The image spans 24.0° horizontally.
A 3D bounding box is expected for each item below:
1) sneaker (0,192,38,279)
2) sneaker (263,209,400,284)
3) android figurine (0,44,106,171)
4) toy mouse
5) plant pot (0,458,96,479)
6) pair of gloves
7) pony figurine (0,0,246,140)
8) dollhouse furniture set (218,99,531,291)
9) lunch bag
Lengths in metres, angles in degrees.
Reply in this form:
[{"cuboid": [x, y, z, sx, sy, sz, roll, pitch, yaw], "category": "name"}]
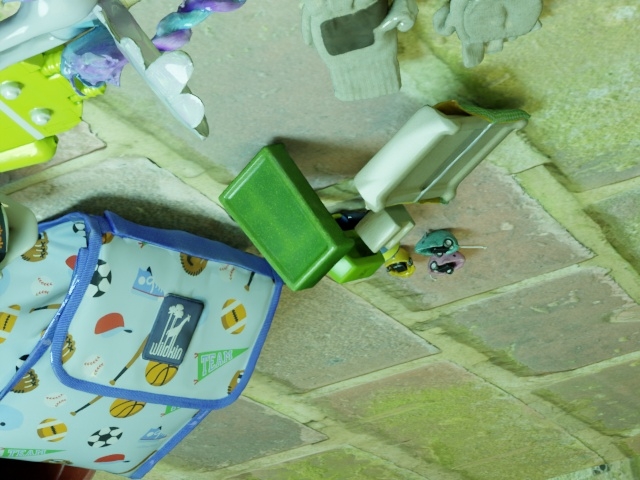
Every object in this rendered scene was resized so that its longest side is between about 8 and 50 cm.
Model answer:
[{"cuboid": [-0.416, -0.008, 1.603, 0.127, 0.126, 0.321, 2, -171, 17], "category": "sneaker"}, {"cuboid": [0.000, 0.000, 1.967, 0.209, 0.069, 0.082, -14, 126, 30], "category": "sneaker"}, {"cuboid": [-0.355, -0.140, 1.525, 0.273, 0.056, 0.248, -13, 156, 13], "category": "android figurine"}, {"cuboid": [0.161, 0.016, 2.082, 0.143, 0.031, 0.161, -18, 155, 20], "category": "toy mouse"}, {"cuboid": [-0.500, 0.286, 2.175, 0.272, 0.272, 0.265, 15, 151, -42], "category": "plant pot"}, {"cuboid": [0.101, -0.227, 1.508, 0.240, 0.042, 0.204, -15, 152, 9], "category": "pair of gloves"}, {"cuboid": [-0.208, -0.212, 1.213, 0.363, 0.303, 0.351, -15, -172, 5], "category": "pony figurine"}, {"cuboid": [0.064, -0.097, 1.758, 0.301, 0.151, 0.197, -46, 161, 28], "category": "dollhouse furniture set"}, {"cuboid": [-0.276, 0.128, 1.948, 0.328, 0.239, 0.385, 16, 130, -43], "category": "lunch bag"}]
